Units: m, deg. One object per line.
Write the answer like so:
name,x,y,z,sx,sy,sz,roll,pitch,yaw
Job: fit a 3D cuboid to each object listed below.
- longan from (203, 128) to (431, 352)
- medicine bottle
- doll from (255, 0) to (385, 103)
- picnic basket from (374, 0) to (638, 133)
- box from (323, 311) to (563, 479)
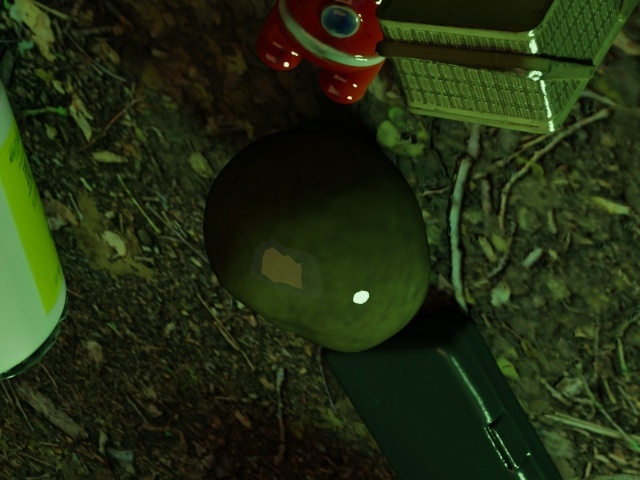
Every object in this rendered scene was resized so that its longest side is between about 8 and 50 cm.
longan,0.000,0.000,1.217,0.167,0.167,0.187,-16,116,49
medicine bottle,-0.375,-0.057,1.448,0.213,0.213,0.378,18,138,29
doll,0.032,-0.181,1.076,0.142,0.076,0.245,27,149,-8
picnic basket,0.118,-0.148,0.961,0.115,0.164,0.079,12,143,34
box,0.111,0.164,1.371,0.160,0.050,0.230,-7,122,46
